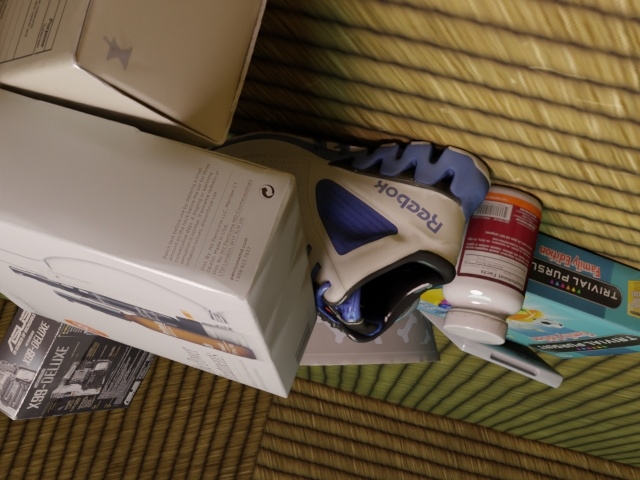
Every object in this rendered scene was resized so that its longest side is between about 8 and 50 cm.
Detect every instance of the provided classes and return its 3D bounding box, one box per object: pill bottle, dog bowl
[{"bbox_3d":[0.175,0.026,0.990,0.086,0.152,0.086,15,166,4],"label":"pill bottle"},{"bbox_3d":[0.018,0.146,1.532,0.348,0.102,0.349,0,174,0],"label":"dog bowl"}]

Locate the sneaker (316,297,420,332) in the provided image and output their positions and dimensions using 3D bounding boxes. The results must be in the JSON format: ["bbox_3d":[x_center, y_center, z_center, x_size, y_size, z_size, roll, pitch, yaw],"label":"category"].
[{"bbox_3d":[0.037,0.041,1.105,0.125,0.104,0.261,-12,-172,-35],"label":"sneaker"}]

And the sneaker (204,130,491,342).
[{"bbox_3d":[0.001,0.000,0.944,0.315,0.182,0.127,1,151,19],"label":"sneaker"}]

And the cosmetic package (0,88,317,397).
[{"bbox_3d":[-0.156,0.015,0.773,0.284,0.097,0.377,19,163,9],"label":"cosmetic package"}]

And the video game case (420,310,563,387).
[{"bbox_3d":[0.230,0.132,1.404,0.193,0.023,0.212,24,-169,-30],"label":"video game case"}]

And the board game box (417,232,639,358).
[{"bbox_3d":[0.243,0.062,1.200,0.336,0.079,0.254,20,165,-15],"label":"board game box"}]

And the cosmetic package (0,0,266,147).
[{"bbox_3d":[-0.190,-0.150,0.715,0.296,0.153,0.129,2,161,46],"label":"cosmetic package"}]

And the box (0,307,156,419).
[{"bbox_3d":[-0.282,0.085,1.265,0.076,0.308,0.242,32,-171,24],"label":"box"}]
